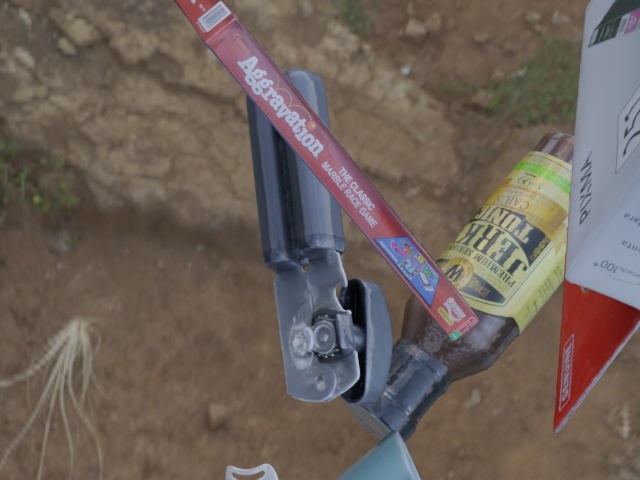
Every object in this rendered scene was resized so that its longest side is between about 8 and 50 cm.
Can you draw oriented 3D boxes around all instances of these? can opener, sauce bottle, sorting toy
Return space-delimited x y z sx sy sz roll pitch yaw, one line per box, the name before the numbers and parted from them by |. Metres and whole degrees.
can opener | 0.000 0.000 1.289 0.095 0.076 0.283 13 65 -49
sauce bottle | 0.159 0.049 1.477 0.111 0.111 0.344 37 74 9
sorting toy | -0.070 0.269 1.594 0.083 0.045 0.075 -7 96 22

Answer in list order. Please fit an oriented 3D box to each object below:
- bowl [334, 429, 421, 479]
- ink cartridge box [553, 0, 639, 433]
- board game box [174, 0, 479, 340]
bowl | 0.053 0.336 1.315 0.163 0.311 0.311 -23 68 2
ink cartridge box | 0.180 -0.060 0.926 0.060 0.239 0.275 23 42 -8
board game box | -0.001 -0.061 1.008 0.027 0.281 0.145 -38 32 3
